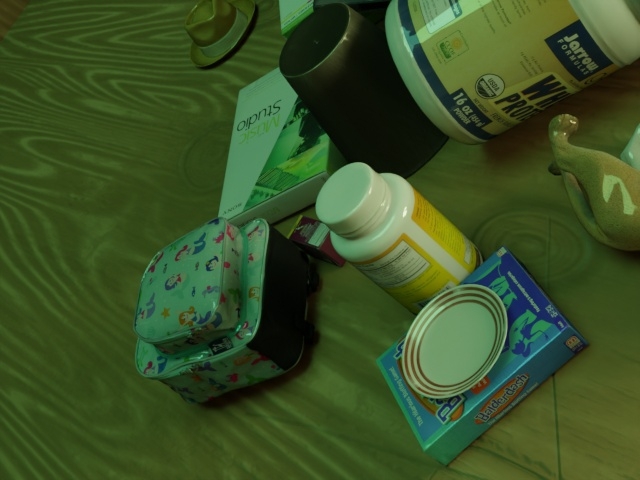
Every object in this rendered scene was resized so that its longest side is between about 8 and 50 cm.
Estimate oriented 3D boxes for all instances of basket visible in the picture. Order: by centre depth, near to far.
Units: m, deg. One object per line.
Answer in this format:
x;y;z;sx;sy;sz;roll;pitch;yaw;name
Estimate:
0.063;-0.215;1.383;0.204;0.227;0.154;-45;36;7;basket

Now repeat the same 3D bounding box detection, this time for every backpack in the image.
-0.154;0.105;1.389;0.253;0.191;0.225;-30;41;34;backpack

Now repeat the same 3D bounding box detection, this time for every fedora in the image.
-0.222;-0.448;2.021;0.194;0.079;0.194;-28;43;29;fedora

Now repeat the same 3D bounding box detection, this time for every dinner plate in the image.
0.151;0.114;1.097;0.141;0.017;0.141;-29;40;28;dinner plate

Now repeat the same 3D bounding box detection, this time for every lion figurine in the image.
0.396;-0.072;1.004;0.392;0.142;0.240;-34;45;45;lion figurine

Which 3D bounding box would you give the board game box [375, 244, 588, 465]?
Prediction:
0.176;0.128;1.115;0.210;0.047;0.160;-44;36;11;board game box

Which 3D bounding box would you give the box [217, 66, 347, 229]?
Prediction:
-0.054;-0.173;1.618;0.232;0.058;0.322;-25;44;32;box

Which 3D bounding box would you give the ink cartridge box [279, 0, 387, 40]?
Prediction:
0.022;-0.461;1.754;0.189;0.097;0.255;-32;41;24;ink cartridge box

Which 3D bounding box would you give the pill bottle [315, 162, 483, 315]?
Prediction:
0.093;-0.001;1.173;0.117;0.215;0.117;-28;41;28;pill bottle

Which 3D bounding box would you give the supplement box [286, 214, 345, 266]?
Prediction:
0.000;0.000;1.411;0.083;0.055;0.043;19;74;52;supplement box

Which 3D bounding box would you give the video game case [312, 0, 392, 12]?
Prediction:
0.132;-0.443;1.573;0.274;0.026;0.196;-3;53;13;video game case

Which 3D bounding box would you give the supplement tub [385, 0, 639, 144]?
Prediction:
0.265;-0.282;1.220;0.316;0.228;0.228;-28;42;29;supplement tub
